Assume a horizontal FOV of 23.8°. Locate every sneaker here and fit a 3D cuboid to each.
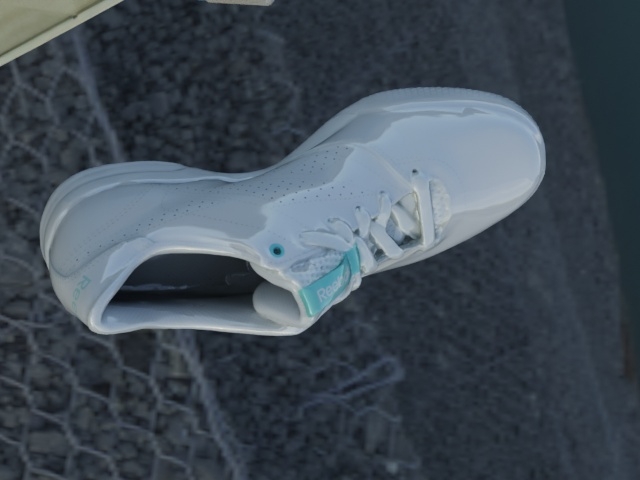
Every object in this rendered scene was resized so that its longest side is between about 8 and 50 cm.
[{"bbox_3d":[0.000,0.000,0.602,0.212,0.094,0.080,-15,118,-11],"label":"sneaker"}]

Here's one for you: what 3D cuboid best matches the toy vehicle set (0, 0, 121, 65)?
[{"bbox_3d":[-0.199,-0.265,1.206,0.267,0.035,0.166,-27,120,8],"label":"toy vehicle set"}]

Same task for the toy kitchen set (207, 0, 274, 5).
[{"bbox_3d":[-0.094,-0.239,0.749,0.122,0.166,0.207,-66,158,-52],"label":"toy kitchen set"}]
